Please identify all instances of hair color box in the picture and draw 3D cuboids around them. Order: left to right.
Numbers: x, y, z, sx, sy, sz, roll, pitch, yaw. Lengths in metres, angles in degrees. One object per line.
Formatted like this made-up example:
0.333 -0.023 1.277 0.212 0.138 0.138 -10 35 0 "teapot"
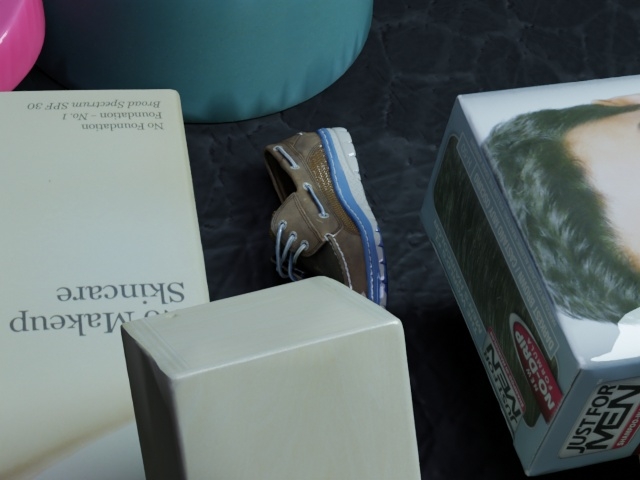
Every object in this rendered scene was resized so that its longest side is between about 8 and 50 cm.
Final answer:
0.268 -0.002 0.755 0.374 0.114 0.185 -9 54 -15 "hair color box"

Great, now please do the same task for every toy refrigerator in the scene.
-0.012 0.161 0.585 0.102 0.270 0.094 -14 16 -19 "toy refrigerator"

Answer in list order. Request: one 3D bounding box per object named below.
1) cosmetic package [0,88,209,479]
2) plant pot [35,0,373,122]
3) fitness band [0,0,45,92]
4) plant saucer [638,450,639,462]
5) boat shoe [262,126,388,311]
-0.143 0.062 0.735 0.160 0.113 0.309 -4 52 -13 "cosmetic package"
-0.089 -0.269 0.929 0.292 0.235 0.293 5 52 -6 "plant pot"
-0.317 -0.159 0.879 0.209 0.054 0.291 -39 53 -24 "fitness band"
0.336 0.129 0.786 0.332 0.081 0.333 5 51 -5 "plant saucer"
0.000 0.000 0.846 0.066 0.066 0.183 -6 43 -9 "boat shoe"
